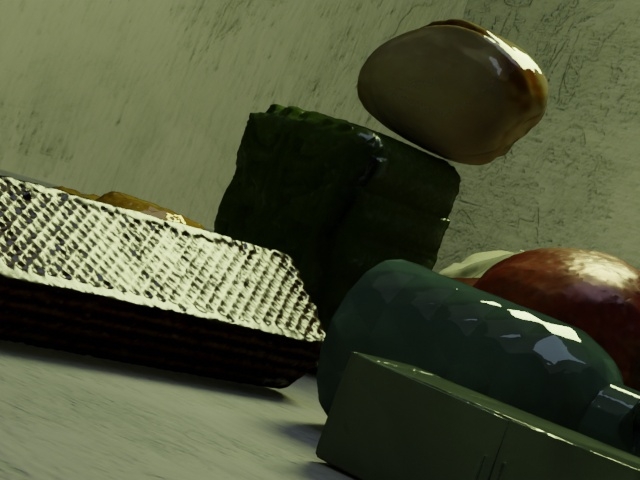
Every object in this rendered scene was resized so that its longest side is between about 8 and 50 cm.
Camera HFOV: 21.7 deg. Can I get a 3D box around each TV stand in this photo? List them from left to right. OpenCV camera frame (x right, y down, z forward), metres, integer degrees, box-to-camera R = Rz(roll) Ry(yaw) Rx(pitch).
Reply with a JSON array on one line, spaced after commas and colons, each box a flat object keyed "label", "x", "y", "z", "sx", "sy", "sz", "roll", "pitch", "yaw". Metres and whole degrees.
[{"label": "TV stand", "x": 0.132, "y": 0.156, "z": 1.097, "sx": 0.269, "sy": 0.083, "sz": 0.088, "roll": 19, "pitch": 0, "yaw": 38}]

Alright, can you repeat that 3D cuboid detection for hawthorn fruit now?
[{"label": "hawthorn fruit", "x": 0.220, "y": 0.103, "z": 1.437, "sx": 0.205, "sy": 0.205, "sz": 0.253, "roll": 17, "pitch": -13, "yaw": -35}]

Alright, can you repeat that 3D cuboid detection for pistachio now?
[{"label": "pistachio", "x": 0.136, "y": -0.155, "z": 1.703, "sx": 0.215, "sy": 0.144, "sz": 0.144, "roll": 20, "pitch": 3, "yaw": 40}]

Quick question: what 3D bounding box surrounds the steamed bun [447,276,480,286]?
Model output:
[{"label": "steamed bun", "x": 0.174, "y": 0.112, "z": 1.641, "sx": 0.144, "sy": 0.106, "sz": 0.175, "roll": 6, "pitch": -40, "yaw": 9}]

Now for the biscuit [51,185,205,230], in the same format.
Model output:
[{"label": "biscuit", "x": -0.210, "y": 0.004, "z": 1.990, "sx": 0.296, "sy": 0.102, "sz": 0.296, "roll": 16, "pitch": 1, "yaw": 0}]

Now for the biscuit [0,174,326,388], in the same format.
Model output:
[{"label": "biscuit", "x": -0.149, "y": 0.037, "z": 1.316, "sx": 0.388, "sy": 0.073, "sz": 0.107, "roll": 17, "pitch": 39, "yaw": -48}]

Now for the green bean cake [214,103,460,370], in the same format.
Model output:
[{"label": "green bean cake", "x": 0.000, "y": 0.000, "z": 1.731, "sx": 0.156, "sy": 0.250, "sz": 0.247, "roll": 18, "pitch": 3, "yaw": -34}]

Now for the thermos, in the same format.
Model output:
[{"label": "thermos", "x": 0.149, "y": 0.132, "z": 1.285, "sx": 0.286, "sy": 0.145, "sz": 0.182, "roll": 22, "pitch": -26, "yaw": 32}]

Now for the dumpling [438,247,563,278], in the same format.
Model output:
[{"label": "dumpling", "x": 0.213, "y": 0.107, "z": 1.858, "sx": 0.260, "sy": 0.181, "sz": 0.341, "roll": -9, "pitch": 52, "yaw": -12}]
